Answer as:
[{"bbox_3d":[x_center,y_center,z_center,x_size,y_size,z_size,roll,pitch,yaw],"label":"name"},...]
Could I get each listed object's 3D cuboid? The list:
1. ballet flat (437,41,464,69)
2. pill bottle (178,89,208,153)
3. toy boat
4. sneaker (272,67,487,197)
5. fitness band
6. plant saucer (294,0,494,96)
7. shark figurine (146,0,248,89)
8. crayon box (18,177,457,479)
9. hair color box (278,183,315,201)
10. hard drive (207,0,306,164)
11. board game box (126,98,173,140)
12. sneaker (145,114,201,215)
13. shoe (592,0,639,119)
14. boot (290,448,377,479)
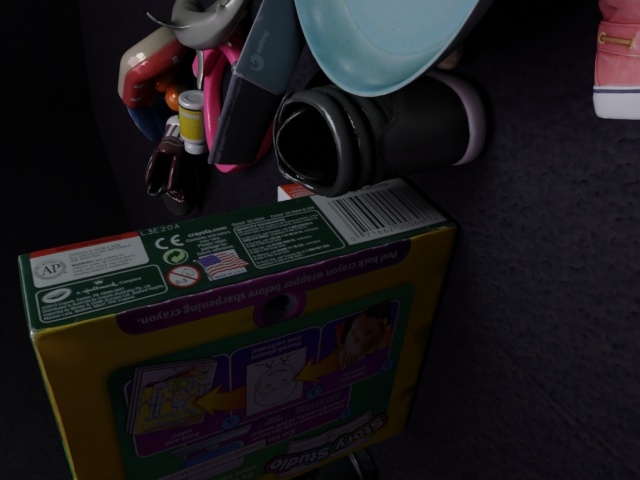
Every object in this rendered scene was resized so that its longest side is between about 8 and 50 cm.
[{"bbox_3d":[0.069,-0.208,0.495,0.173,0.049,0.057,65,155,24],"label":"ballet flat"},{"bbox_3d":[-0.247,-0.232,1.158,0.065,0.065,0.116,54,148,40],"label":"pill bottle"},{"bbox_3d":[-0.329,-0.337,1.233,0.151,0.151,0.231,46,156,-6],"label":"toy boat"},{"bbox_3d":[0.006,-0.120,0.562,0.295,0.146,0.105,34,134,58],"label":"sneaker"},{"bbox_3d":[-0.151,-0.224,0.967,0.291,0.054,0.209,-13,91,67],"label":"fitness band"},{"bbox_3d":[0.050,-0.254,0.370,0.317,0.043,0.318,174,90,-66],"label":"plant saucer"},{"bbox_3d":[-0.171,-0.312,0.798,0.278,0.116,0.166,6,89,57],"label":"shark figurine"},{"bbox_3d":[-0.066,0.123,0.581,0.106,0.362,0.313,52,146,44],"label":"crayon box"},{"bbox_3d":[0.000,0.000,0.755,0.167,0.053,0.093,48,143,49],"label":"hair color box"},{"bbox_3d":[-0.043,-0.209,0.592,0.172,0.054,0.255,130,159,-61],"label":"hard drive"},{"bbox_3d":[-0.403,-0.285,1.373,0.033,0.168,0.133,-27,87,23],"label":"board game box"},{"bbox_3d":[-0.336,-0.124,1.280,0.281,0.106,0.163,104,-177,-47],"label":"sneaker"},{"bbox_3d":[0.195,-0.098,0.258,0.178,0.063,0.081,-153,48,-65],"label":"shoe"},{"bbox_3d":[-0.062,0.309,0.865,0.246,0.207,0.094,47,143,49],"label":"boot"}]
